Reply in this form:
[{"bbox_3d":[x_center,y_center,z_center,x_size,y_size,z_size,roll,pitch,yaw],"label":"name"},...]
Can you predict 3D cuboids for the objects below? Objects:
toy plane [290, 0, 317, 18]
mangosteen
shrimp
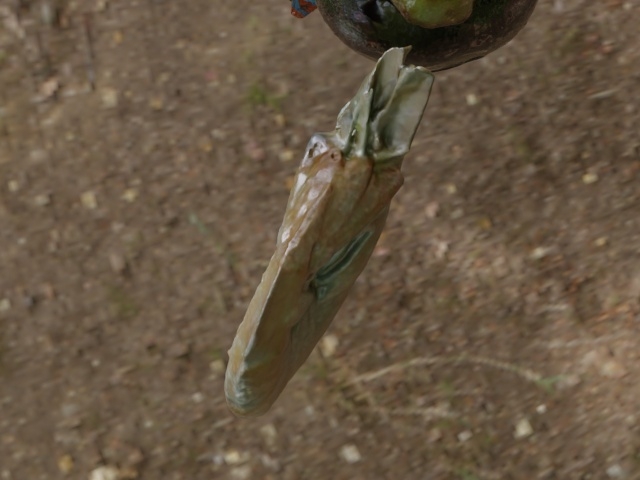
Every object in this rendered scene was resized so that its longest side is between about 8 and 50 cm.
[{"bbox_3d":[-0.012,-0.311,2.023,0.130,0.061,0.189,-19,128,39],"label":"toy plane"},{"bbox_3d":[0.124,-0.303,1.861,0.287,0.287,0.233,9,128,36],"label":"mangosteen"},{"bbox_3d":[0.000,0.000,1.302,0.077,0.168,0.317,25,118,6],"label":"shrimp"}]
